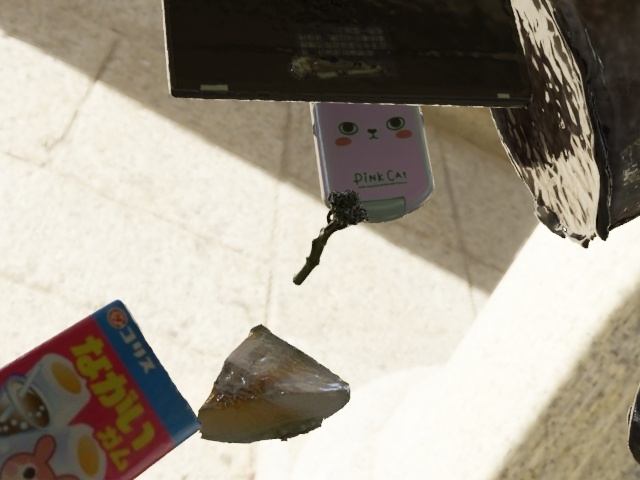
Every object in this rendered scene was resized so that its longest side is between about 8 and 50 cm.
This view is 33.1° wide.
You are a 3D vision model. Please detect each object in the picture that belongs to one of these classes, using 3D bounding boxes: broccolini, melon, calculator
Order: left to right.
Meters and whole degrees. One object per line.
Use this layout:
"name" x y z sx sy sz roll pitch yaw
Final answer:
"melon" -0.066 0.161 1.265 0.093 0.203 0.139 47 31 -59
"broccolini" -0.001 0.000 1.240 0.042 0.218 0.044 -19 74 -29
"calculator" 0.060 -0.136 1.342 0.141 0.045 0.246 -5 69 -5

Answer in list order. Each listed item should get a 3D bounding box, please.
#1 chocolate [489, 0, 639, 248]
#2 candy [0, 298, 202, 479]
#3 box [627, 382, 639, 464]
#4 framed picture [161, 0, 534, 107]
"chocolate" 0.268 -0.164 0.934 0.213 0.303 0.303 -21 39 -3
"candy" -0.270 0.195 0.995 0.306 0.100 0.157 -34 90 -44
"box" 0.519 0.166 1.417 0.091 0.350 0.359 11 -20 39
"framed picture" 0.006 -0.244 0.785 0.256 0.014 0.338 -1 64 -16
